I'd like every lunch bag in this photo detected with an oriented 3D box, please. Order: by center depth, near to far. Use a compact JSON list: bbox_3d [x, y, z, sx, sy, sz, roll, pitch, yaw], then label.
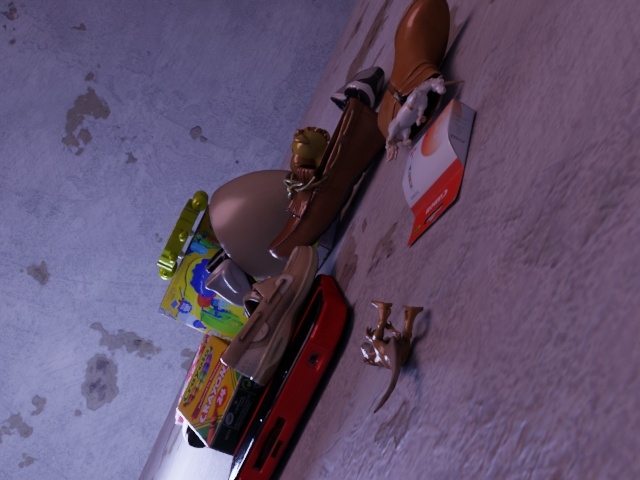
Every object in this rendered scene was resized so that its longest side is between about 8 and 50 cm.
[{"bbox_3d":[-0.346,0.420,2.194,0.258,0.120,0.293,-59,12,33],"label":"lunch bag"}]

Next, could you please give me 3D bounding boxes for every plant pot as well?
[{"bbox_3d":[-0.105,-0.065,1.816,0.191,0.284,0.284,-34,25,29],"label":"plant pot"}]

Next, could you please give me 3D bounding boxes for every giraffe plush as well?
[{"bbox_3d":[0.003,-0.193,1.748,0.210,0.170,0.181,-68,10,-17],"label":"giraffe plush"}]

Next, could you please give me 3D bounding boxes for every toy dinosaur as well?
[{"bbox_3d":[0.089,0.133,0.886,0.211,0.064,0.112,147,130,-88],"label":"toy dinosaur"}]

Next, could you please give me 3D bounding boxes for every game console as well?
[{"bbox_3d":[-0.060,0.260,1.341,0.387,0.060,0.342,-63,4,6],"label":"game console"}]

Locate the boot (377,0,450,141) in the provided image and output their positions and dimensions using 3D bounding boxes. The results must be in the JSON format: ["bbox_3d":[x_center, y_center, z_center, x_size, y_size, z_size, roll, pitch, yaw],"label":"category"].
[{"bbox_3d":[0.176,-0.311,1.314,0.220,0.109,0.284,-101,36,-76],"label":"boot"}]

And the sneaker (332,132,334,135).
[{"bbox_3d":[0.035,-0.222,1.971,0.152,0.061,0.053,-69,13,-18],"label":"sneaker"}]

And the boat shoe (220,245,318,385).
[{"bbox_3d":[-0.092,0.118,1.426,0.122,0.110,0.341,-60,6,42],"label":"boat shoe"}]

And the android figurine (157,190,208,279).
[{"bbox_3d":[-0.366,-0.014,1.938,0.248,0.056,0.273,-63,11,9],"label":"android figurine"}]

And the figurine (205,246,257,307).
[{"bbox_3d":[-0.182,0.124,1.835,0.092,0.209,0.215,-46,16,6],"label":"figurine"}]

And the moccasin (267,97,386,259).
[{"bbox_3d":[-0.003,-0.127,1.570,0.380,0.147,0.139,-54,15,14],"label":"moccasin"}]

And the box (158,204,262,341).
[{"bbox_3d":[-0.258,0.105,2.056,0.290,0.279,0.177,-60,12,26],"label":"box"}]

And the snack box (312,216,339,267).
[{"bbox_3d":[0.000,0.000,1.675,0.100,0.037,0.141,-55,14,41],"label":"snack box"}]

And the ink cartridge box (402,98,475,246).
[{"bbox_3d":[0.161,-0.098,1.077,0.145,0.045,0.179,-52,14,53],"label":"ink cartridge box"}]

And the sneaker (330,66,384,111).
[{"bbox_3d":[0.107,-0.395,1.970,0.108,0.100,0.271,-52,12,-10],"label":"sneaker"}]

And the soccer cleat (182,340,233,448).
[{"bbox_3d":[-0.282,0.386,1.931,0.331,0.116,0.143,-64,21,14],"label":"soccer cleat"}]

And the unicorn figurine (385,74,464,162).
[{"bbox_3d":[0.152,-0.207,1.186,0.162,0.060,0.111,-39,18,28],"label":"unicorn figurine"}]

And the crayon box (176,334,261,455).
[{"bbox_3d":[-0.228,0.339,1.671,0.318,0.081,0.202,10,74,64],"label":"crayon box"}]
